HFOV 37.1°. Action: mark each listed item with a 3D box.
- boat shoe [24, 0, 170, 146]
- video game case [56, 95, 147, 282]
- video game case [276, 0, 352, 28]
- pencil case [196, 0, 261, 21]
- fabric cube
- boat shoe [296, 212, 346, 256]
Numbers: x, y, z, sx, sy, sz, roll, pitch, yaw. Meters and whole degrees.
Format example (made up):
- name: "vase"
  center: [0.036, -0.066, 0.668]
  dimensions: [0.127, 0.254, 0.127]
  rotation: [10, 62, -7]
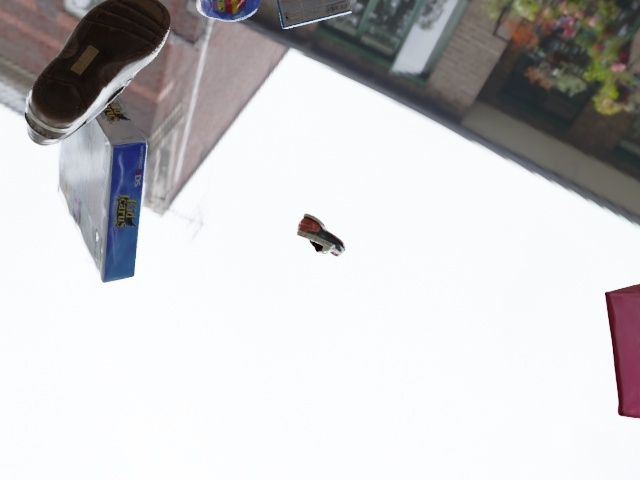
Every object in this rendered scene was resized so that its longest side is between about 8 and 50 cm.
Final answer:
- name: "boat shoe"
  center: [-0.280, -0.211, 1.173]
  dimensions: [0.095, 0.095, 0.257]
  rotation: [39, -130, -4]
- name: "video game case"
  center: [-0.351, -0.113, 1.509]
  dimensions: [0.061, 0.270, 0.244]
  rotation: [-11, -135, -29]
- name: "video game case"
  center: [-0.023, -0.442, 1.555]
  dimensions: [0.119, 0.166, 0.015]
  rotation: [-11, -173, 15]
- name: "pencil case"
  center: [-0.176, -0.522, 1.603]
  dimensions: [0.119, 0.306, 0.133]
  rotation: [-5, -136, 3]
- name: "fabric cube"
  center: [0.734, 0.201, 1.822]
  dimensions: [0.258, 0.259, 0.254]
  rotation: [-9, -86, -36]
- name: "boat shoe"
  center: [0.000, 0.000, 1.651]
  dimensions: [0.049, 0.137, 0.043]
  rotation: [14, -107, 33]
